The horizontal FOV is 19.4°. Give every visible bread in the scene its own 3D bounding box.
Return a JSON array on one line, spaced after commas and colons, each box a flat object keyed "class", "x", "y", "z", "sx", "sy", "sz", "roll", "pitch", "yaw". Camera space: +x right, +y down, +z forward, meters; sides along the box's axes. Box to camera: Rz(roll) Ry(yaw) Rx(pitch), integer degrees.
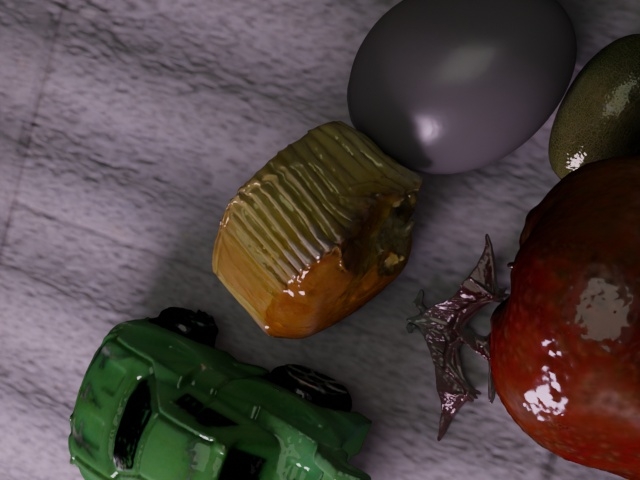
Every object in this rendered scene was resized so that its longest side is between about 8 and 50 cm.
[{"class": "bread", "x": 0.000, "y": 0.000, "z": 1.798, "sx": 0.133, "sy": 0.179, "sz": 0.250, "roll": 52, "pitch": 154, "yaw": 15}]

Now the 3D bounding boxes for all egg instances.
[{"class": "egg", "x": 0.135, "y": -0.158, "z": 1.756, "sx": 0.232, "sy": 0.176, "sz": 0.176, "roll": -29, "pitch": 81, "yaw": 40}]

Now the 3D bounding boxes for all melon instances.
[{"class": "melon", "x": 0.274, "y": -0.118, "z": 1.746, "sx": 0.099, "sy": 0.099, "sz": 0.162, "roll": 40, "pitch": 109, "yaw": 17}]

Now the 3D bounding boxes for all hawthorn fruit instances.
[{"class": "hawthorn fruit", "x": 0.326, "y": 0.096, "z": 1.640, "sx": 0.369, "sy": 0.285, "sz": 0.285, "roll": 31, "pitch": 104, "yaw": 12}]

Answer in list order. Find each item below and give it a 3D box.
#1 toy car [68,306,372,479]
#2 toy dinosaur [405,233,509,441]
[{"class": "toy car", "x": -0.100, "y": 0.216, "z": 1.883, "sx": 0.358, "sy": 0.176, "sz": 0.213, "roll": 26, "pitch": 101, "yaw": 21}, {"class": "toy dinosaur", "x": 0.136, "y": 0.095, "z": 1.853, "sx": 0.108, "sy": 0.032, "sz": 0.220, "roll": 19, "pitch": 110, "yaw": 18}]
